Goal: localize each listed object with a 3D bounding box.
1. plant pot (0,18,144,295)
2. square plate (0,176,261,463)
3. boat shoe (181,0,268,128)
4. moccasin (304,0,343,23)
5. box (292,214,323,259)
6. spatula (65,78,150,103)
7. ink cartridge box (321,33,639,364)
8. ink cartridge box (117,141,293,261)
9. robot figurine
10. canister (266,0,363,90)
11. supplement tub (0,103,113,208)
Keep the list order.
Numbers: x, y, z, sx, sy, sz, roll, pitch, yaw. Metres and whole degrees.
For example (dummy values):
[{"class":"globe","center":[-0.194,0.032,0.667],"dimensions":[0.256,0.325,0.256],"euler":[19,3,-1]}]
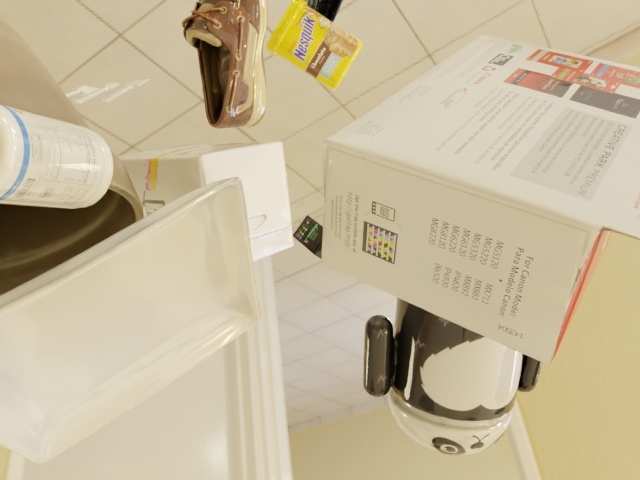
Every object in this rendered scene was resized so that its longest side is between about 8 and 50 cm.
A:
[{"class":"plant pot","center":[-0.406,-0.103,0.659],"dimensions":[0.323,0.280,0.323],"euler":[-22,165,-6]},{"class":"square plate","center":[-0.231,0.102,0.656],"dimensions":[0.347,0.049,0.344],"euler":[-32,154,-20]},{"class":"boat shoe","center":[-0.176,-0.368,1.003],"dimensions":[0.123,0.341,0.123],"euler":[13,-158,36]},{"class":"moccasin","center":[0.039,-0.576,1.216],"dimensions":[0.138,0.116,0.342],"euler":[-13,150,-22]},{"class":"box","center":[0.000,0.000,1.053],"dimensions":[0.062,0.083,0.052],"euler":[33,93,-42]},{"class":"spatula","center":[-0.469,-0.304,1.181],"dimensions":[0.168,0.242,0.019],"euler":[-3,115,2]},{"class":"ink cartridge box","center":[0.196,-0.055,0.498],"dimensions":[0.272,0.309,0.130],"euler":[23,133,27]},{"class":"ink cartridge box","center":[-0.185,-0.058,0.872],"dimensions":[0.233,0.168,0.171],"euler":[6,-162,38]},{"class":"robot figurine","center":[0.181,0.144,0.752],"dimensions":[0.209,0.278,0.174],"euler":[11,-165,26]},{"class":"canister","center":[-0.010,-0.413,1.206],"dimensions":[0.170,0.073,0.126],"euler":[32,96,-4]},{"class":"supplement tub","center":[-0.217,-0.060,0.424],"dimensions":[0.071,0.071,0.107],"euler":[-18,175,15]}]
